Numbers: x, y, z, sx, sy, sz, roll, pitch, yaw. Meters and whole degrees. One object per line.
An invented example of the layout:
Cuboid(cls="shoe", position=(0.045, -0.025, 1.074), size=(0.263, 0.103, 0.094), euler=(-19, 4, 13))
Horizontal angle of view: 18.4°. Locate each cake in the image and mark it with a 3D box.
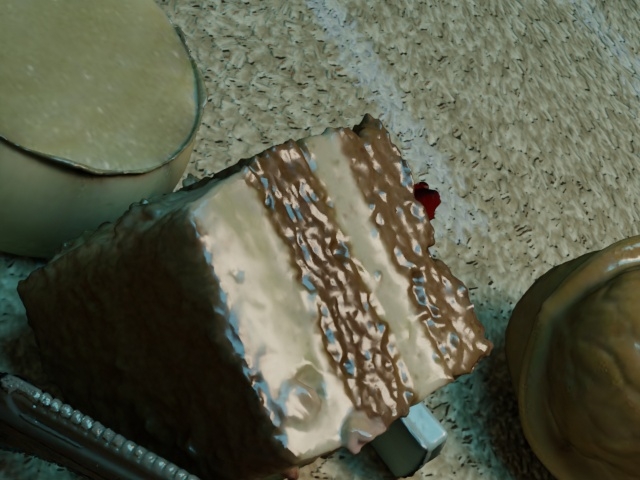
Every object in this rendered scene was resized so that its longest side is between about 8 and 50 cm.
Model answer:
Cuboid(cls="cake", position=(-0.060, 0.063, 1.690), size=(0.290, 0.256, 0.282), euler=(-22, 86, -51))

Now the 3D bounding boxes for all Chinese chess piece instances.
Cuboid(cls="Chinese chess piece", position=(-0.272, -0.146, 1.836), size=(0.338, 0.140, 0.338), euler=(24, 41, -22))

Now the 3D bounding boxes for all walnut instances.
Cuboid(cls="walnut", position=(0.326, 0.130, 1.987), size=(0.285, 0.285, 0.296), euler=(26, 1, -20))

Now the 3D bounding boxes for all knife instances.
Cuboid(cls="knife", position=(-0.151, 0.187, 1.581), size=(0.365, 0.089, 0.043), euler=(24, 50, 14))

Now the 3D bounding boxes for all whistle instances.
Cuboid(cls="whistle", position=(0.057, 0.069, 1.911), size=(0.289, 0.163, 0.163), euler=(52, 40, 9))

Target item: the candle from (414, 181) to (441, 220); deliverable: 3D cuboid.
Cuboid(cls="candle", position=(0.004, -0.045, 2.042), size=(0.302, 0.059, 0.084), euler=(-5, 50, -42))
